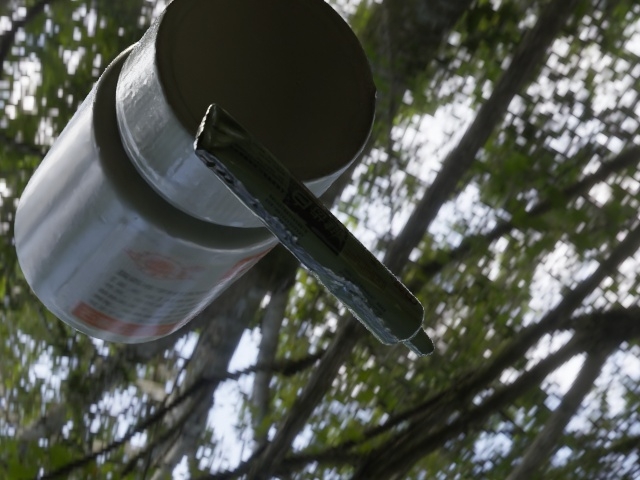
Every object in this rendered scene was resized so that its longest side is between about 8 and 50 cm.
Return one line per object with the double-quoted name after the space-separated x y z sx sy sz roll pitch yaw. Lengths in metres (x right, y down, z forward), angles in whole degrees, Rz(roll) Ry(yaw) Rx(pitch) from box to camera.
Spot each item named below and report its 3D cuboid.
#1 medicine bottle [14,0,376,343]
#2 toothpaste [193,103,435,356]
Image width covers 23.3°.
-0.119 -0.062 1.354 0.211 0.371 0.211 12 -117 -24 "medicine bottle"
0.000 0.000 1.026 0.233 0.038 0.060 46 -151 -23 "toothpaste"
